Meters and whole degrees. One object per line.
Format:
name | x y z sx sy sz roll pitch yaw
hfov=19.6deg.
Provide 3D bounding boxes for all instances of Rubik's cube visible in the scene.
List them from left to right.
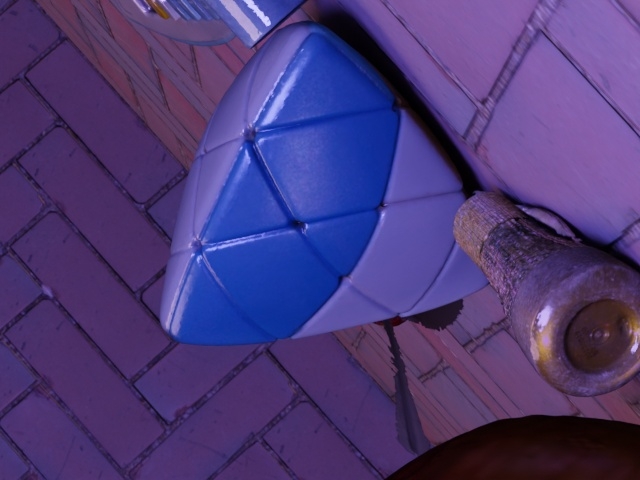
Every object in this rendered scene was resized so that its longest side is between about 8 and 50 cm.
Rubik's cube | 0.000 0.000 1.286 0.254 0.254 0.254 48 174 6

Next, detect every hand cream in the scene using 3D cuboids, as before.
hand cream | 0.136 0.021 1.150 0.084 0.084 0.203 51 -179 -25

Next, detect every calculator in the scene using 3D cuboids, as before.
calculator | -0.166 -0.270 1.558 0.256 0.054 0.386 51 173 -18

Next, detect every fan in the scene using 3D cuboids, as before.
fan | 0.046 0.029 1.418 0.233 0.012 0.415 32 -156 -29

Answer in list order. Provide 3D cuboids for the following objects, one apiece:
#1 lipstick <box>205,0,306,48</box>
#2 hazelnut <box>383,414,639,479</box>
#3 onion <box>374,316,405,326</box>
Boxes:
lipstick | -0.116 -0.251 1.249 0.274 0.061 0.068 49 175 -4
hazelnut | 0.174 0.305 1.143 0.421 0.353 0.421 31 -146 -24
onion | 0.056 0.027 1.695 0.107 0.097 0.107 50 -156 -33
